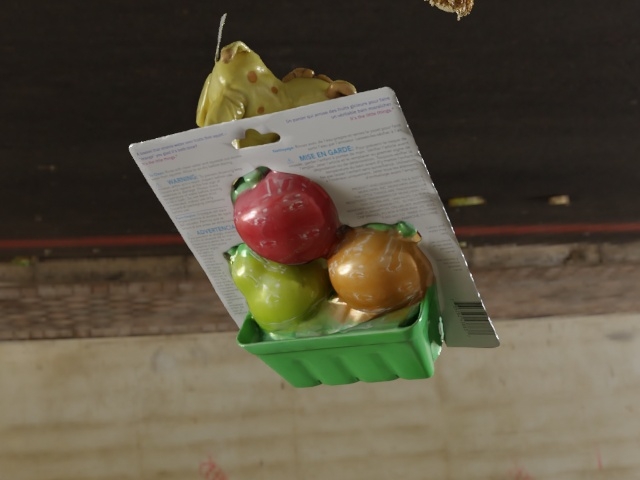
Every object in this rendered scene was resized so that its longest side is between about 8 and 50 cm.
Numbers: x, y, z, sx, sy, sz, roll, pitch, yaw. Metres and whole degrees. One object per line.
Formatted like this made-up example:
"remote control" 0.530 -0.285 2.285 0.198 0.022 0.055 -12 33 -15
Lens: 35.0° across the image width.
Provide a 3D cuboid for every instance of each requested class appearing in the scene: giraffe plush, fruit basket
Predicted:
"giraffe plush" -0.053 -0.142 1.192 0.170 0.210 0.181 11 -169 -13
"fruit basket" 0.000 0.000 1.139 0.327 0.353 0.165 -9 -150 29

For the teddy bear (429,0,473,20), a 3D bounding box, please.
"teddy bear" 0.168 -0.433 1.277 0.113 0.245 0.338 -10 137 1
